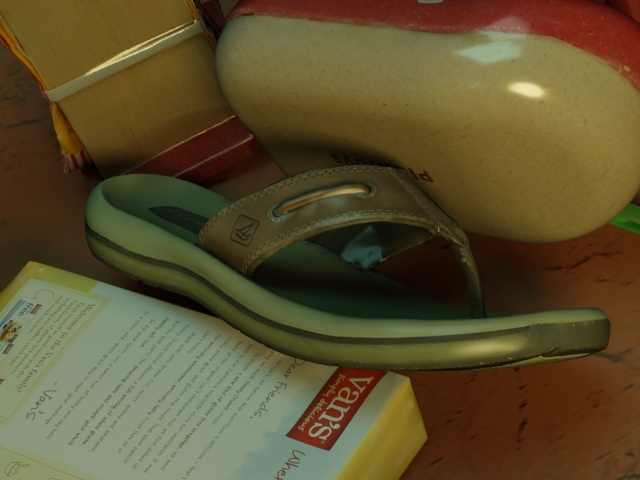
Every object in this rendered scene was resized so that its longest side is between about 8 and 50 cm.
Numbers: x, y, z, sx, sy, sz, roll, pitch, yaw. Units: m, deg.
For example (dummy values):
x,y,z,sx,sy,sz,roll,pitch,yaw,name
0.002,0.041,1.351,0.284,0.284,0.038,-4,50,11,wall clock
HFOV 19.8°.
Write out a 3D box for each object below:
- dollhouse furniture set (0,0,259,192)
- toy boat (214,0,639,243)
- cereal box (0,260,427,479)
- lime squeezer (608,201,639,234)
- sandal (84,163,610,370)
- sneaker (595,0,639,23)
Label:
x,y,z,sx,sy,sz,roll,pitch,yaw,name
-0.239,-0.084,1.013,0.374,0.201,0.152,-26,41,0,dollhouse furniture set
0.072,-0.095,0.913,0.231,0.151,0.151,12,65,37,toy boat
-0.094,0.106,0.856,0.240,0.047,0.173,16,52,33,cereal box
0.202,0.066,0.796,0.110,0.059,0.310,-40,34,27,lime squeezer
-0.002,0.000,0.872,0.303,0.086,0.120,20,13,38,sandal
0.199,-0.140,0.978,0.276,0.098,0.135,11,33,42,sneaker
